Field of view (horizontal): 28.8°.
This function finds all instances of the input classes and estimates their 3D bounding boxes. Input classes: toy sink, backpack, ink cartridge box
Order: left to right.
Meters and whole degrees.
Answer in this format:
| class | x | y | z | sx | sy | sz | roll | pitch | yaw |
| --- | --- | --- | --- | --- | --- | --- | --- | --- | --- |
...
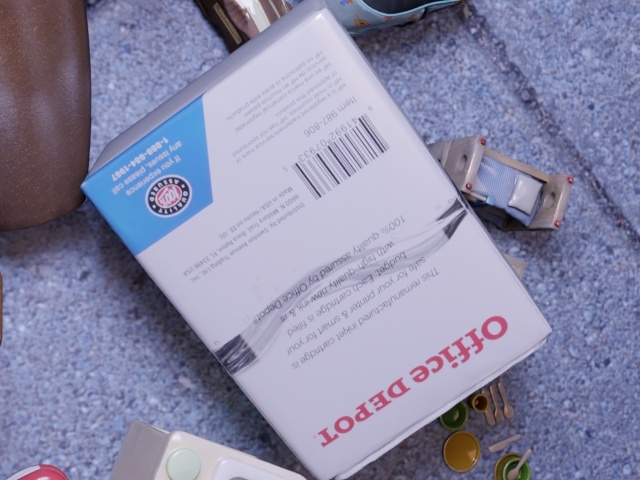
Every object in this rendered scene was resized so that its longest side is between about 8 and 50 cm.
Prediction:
| class | x | y | z | sx | sy | sz | roll | pitch | yaw |
| --- | --- | --- | --- | --- | --- | --- | --- | --- | --- |
| toy sink | -0.113 | 0.264 | 1.229 | 0.153 | 0.234 | 0.131 | 23 | 82 | -18 |
| ink cartridge box | 0.000 | 0.000 | 1.254 | 0.285 | 0.166 | 0.395 | -34 | 105 | 8 |
| backpack | 0.058 | -0.307 | 1.344 | 0.188 | 0.144 | 0.166 | -27 | 101 | -42 |

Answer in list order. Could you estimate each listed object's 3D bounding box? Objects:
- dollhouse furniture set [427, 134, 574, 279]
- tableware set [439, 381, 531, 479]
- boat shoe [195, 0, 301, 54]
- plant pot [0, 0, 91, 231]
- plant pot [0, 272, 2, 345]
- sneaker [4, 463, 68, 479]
| class | x | y | z | sx | sy | sz | roll | pitch | yaw |
| --- | --- | --- | --- | --- | --- | --- | --- | --- | --- |
| dollhouse furniture set | 0.176 | -0.005 | 1.397 | 0.129 | 0.129 | 0.184 | 21 | 82 | -19 |
| tableware set | 0.195 | 0.249 | 1.457 | 0.104 | 0.024 | 0.154 | -18 | 96 | -20 |
| boat shoe | -0.047 | -0.222 | 1.338 | 0.095 | 0.095 | 0.257 | -33 | 100 | -25 |
| plant pot | -0.307 | -0.134 | 1.196 | 0.215 | 0.215 | 0.230 | -19 | 112 | -20 |
| plant pot | -0.401 | -0.021 | 1.020 | 0.291 | 0.291 | 0.203 | 7 | 71 | -20 |
| sneaker | -0.318 | 0.317 | 1.206 | 0.087 | 0.128 | 0.221 | 44 | 75 | -15 |
